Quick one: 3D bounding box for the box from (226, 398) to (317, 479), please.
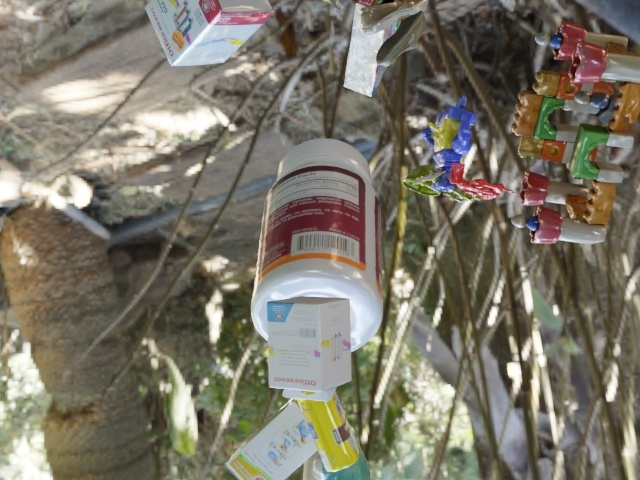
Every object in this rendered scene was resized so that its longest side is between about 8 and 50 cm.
[{"bbox_3d":[-0.075,0.406,1.648,0.203,0.103,0.114,-44,177,13],"label":"box"}]

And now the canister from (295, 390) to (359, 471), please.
[{"bbox_3d":[0.009,0.324,1.505,0.073,0.169,0.126,-22,-175,1],"label":"canister"}]

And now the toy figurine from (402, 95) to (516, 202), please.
[{"bbox_3d":[0.314,-0.213,1.853,0.191,0.217,0.362,10,179,-6],"label":"toy figurine"}]

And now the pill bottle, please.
[{"bbox_3d":[0.000,0.000,1.498,0.224,0.392,0.224,2,132,2],"label":"pill bottle"}]

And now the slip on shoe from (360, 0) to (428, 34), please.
[{"bbox_3d":[0.112,-0.358,1.250,0.135,0.041,0.051,-33,-155,-25],"label":"slip on shoe"}]

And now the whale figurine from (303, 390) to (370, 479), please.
[{"bbox_3d":[0.040,0.463,1.797,0.141,0.271,0.216,2,-177,8],"label":"whale figurine"}]

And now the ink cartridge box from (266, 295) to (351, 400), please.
[{"bbox_3d":[-0.015,0.157,1.191,0.092,0.143,0.090,0,-177,32],"label":"ink cartridge box"}]

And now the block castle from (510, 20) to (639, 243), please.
[{"bbox_3d":[0.555,-0.242,1.839,0.213,0.453,0.303,8,-153,3],"label":"block castle"}]

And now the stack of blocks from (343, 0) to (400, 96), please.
[{"bbox_3d":[0.148,-0.556,2.199,0.087,0.171,0.297,23,146,9],"label":"stack of blocks"}]

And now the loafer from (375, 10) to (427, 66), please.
[{"bbox_3d":[0.175,-0.413,1.708,0.050,0.148,0.056,45,173,-30],"label":"loafer"}]

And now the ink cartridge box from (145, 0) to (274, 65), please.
[{"bbox_3d":[-0.197,-0.405,1.439,0.127,0.128,0.176,-17,169,-44],"label":"ink cartridge box"}]

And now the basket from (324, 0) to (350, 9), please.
[{"bbox_3d":[0.061,-0.597,1.650,0.204,0.227,0.154,38,-177,-1],"label":"basket"}]
